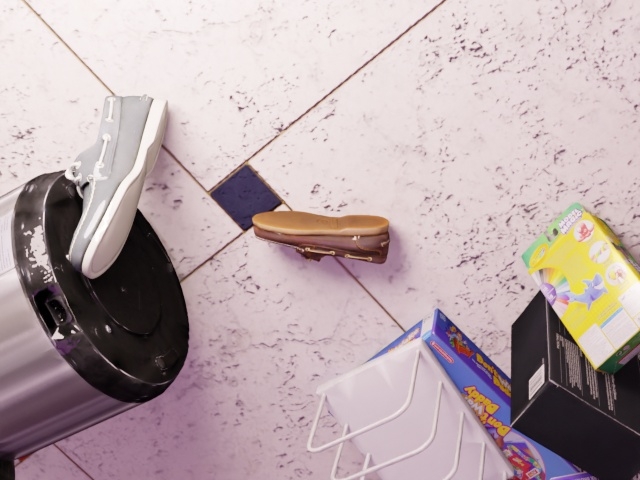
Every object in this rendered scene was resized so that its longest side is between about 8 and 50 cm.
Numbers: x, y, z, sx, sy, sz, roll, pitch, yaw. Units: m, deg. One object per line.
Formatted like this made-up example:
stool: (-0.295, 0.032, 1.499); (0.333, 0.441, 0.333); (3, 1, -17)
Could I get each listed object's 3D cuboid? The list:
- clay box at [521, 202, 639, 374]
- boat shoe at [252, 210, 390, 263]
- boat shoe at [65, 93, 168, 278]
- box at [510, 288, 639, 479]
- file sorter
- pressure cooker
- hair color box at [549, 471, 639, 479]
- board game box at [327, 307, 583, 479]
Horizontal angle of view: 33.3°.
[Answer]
clay box: (0.386, 0.063, 1.507); (0.053, 0.222, 0.127); (19, 123, -41)
boat shoe: (0.000, 0.000, 1.597); (0.207, 0.073, 0.073); (6, 116, 8)
boat shoe: (-0.297, -0.083, 1.477); (0.099, 0.319, 0.116); (15, 142, 0)
box: (0.371, 0.202, 1.526); (0.184, 0.261, 0.103); (29, 119, -5)
file sorter: (0.135, 0.331, 1.599); (0.193, 0.173, 0.278); (-28, 109, 23)
pressure cooker: (-0.454, 0.125, 1.580); (0.420, 0.370, 0.375); (-26, 106, 18)
hair color box: (0.397, 0.438, 1.615); (0.185, 0.110, 0.339); (-7, 154, -11)
board game box: (0.216, 0.303, 1.712); (0.347, 0.078, 0.233); (44, 116, -13)
